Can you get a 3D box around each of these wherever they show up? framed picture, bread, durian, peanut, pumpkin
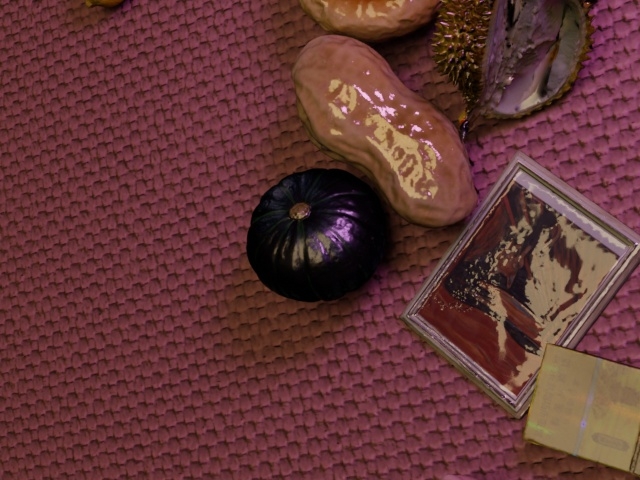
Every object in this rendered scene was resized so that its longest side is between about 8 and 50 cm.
[{"bbox_3d":[0.247,0.053,1.460,0.216,0.016,0.273,39,101,28],"label":"framed picture"},{"bbox_3d":[0.081,-0.374,1.556,0.244,0.134,0.244,-5,79,25],"label":"bread"},{"bbox_3d":[0.223,-0.251,1.451,0.237,0.193,0.138,-57,32,27],"label":"durian"},{"bbox_3d":[0.080,-0.139,1.503,0.313,0.149,0.149,44,104,12],"label":"peanut"},{"bbox_3d":[-0.004,-0.008,1.530,0.194,0.150,0.194,-7,77,31],"label":"pumpkin"}]

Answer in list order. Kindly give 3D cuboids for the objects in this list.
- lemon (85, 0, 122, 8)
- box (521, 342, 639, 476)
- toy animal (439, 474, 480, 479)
[{"bbox_3d":[-0.330,-0.408,1.815,0.082,0.082,0.111,42,102,27],"label":"lemon"},{"bbox_3d":[0.344,0.204,1.365,0.193,0.030,0.121,14,90,26],"label":"box"},{"bbox_3d":[0.178,0.383,1.365,0.171,0.171,0.198,21,90,30],"label":"toy animal"}]
